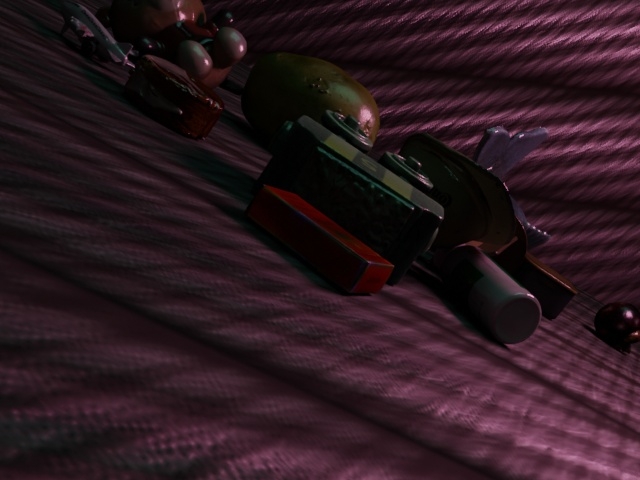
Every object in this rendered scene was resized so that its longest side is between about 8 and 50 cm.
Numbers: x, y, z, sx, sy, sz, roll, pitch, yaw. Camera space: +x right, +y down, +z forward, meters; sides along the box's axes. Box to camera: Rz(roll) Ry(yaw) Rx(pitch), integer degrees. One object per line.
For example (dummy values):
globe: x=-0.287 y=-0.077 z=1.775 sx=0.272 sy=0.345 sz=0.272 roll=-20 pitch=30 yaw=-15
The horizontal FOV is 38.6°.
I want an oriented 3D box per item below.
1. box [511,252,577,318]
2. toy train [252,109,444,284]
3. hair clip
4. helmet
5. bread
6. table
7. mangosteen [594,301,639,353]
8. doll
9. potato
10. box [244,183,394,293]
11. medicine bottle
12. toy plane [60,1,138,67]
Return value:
box: x=0.514 y=0.105 z=2.158 sx=0.144 sy=0.090 sz=0.201 roll=34 pitch=10 yaw=2
toy train: x=0.050 y=-0.076 z=1.372 sx=0.299 sy=0.167 sz=0.238 roll=32 pitch=16 yaw=-2
hair clip: x=0.365 y=-0.074 z=2.039 sx=0.238 sy=0.392 sz=0.318 roll=65 pitch=18 yaw=15
helmet: x=0.183 y=-0.054 z=1.524 sx=0.257 sy=0.137 sz=0.204 roll=34 pitch=-28 yaw=41
bread: x=-0.230 y=-0.226 z=1.441 sx=0.160 sy=0.073 sz=0.160 roll=30 pitch=14 yaw=-8
table: x=0.296 y=0.018 z=1.762 sx=0.167 sy=0.167 sz=0.227 roll=36 pitch=19 yaw=14
mangosteen: x=0.780 y=0.228 z=2.379 sx=0.140 sy=0.140 sz=0.140 roll=32 pitch=10 yaw=-6
doll: x=-0.291 y=-0.415 z=1.861 sx=0.330 sy=0.235 sz=0.174 roll=47 pitch=-28 yaw=25
potato: x=-0.020 y=-0.265 z=1.893 sx=0.304 sy=0.216 sz=0.216 roll=26 pitch=7 yaw=21
box: x=0.000 y=0.001 z=1.156 sx=0.175 sy=0.048 sz=0.112 roll=37 pitch=9 yaw=21
medicine bottle: x=0.268 y=0.075 z=1.519 sx=0.095 sy=0.095 sz=0.260 roll=29 pitch=12 yaw=-24
toy plane: x=-0.382 y=-0.345 z=1.544 sx=0.171 sy=0.065 sz=0.162 roll=35 pitch=11 yaw=17
